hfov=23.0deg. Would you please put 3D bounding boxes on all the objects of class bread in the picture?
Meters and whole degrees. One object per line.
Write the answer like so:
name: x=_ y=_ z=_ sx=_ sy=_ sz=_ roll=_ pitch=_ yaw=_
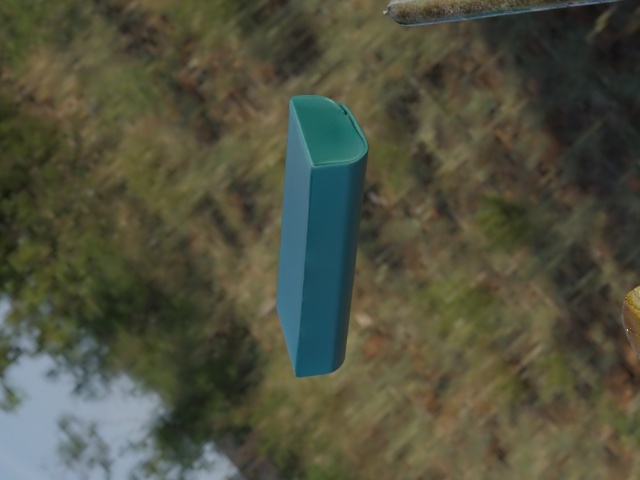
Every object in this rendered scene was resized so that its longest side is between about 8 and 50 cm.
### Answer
bread: x=0.445 y=0.119 z=2.157 sx=0.072 sy=0.053 sz=0.106 roll=-108 pitch=1 yaw=-49

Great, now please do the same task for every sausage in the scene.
sausage: x=0.154 y=-0.201 z=1.290 sx=0.269 sy=0.033 sz=0.033 roll=0 pitch=139 yaw=43

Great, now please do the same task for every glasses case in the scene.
glasses case: x=0.000 y=-0.001 z=1.648 sx=0.117 sy=0.070 sz=0.301 roll=-108 pitch=16 yaw=-45
